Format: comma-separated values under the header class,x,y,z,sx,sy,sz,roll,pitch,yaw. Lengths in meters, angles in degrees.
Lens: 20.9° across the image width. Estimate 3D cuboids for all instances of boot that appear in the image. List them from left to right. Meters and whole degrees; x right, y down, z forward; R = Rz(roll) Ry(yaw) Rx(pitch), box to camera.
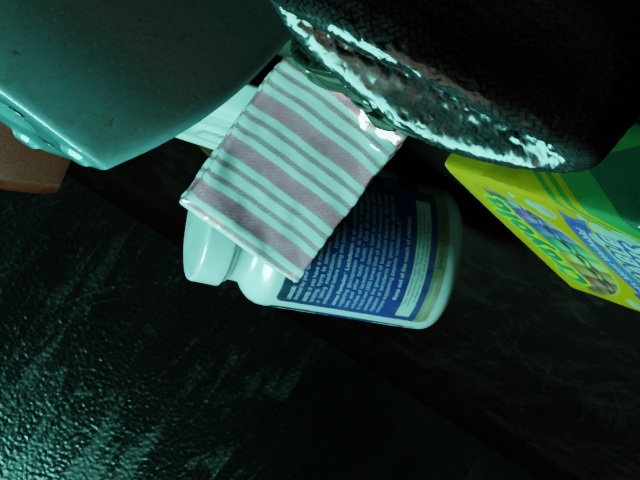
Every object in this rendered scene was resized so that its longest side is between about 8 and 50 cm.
class,x,y,z,sx,sy,sz,roll,pitch,yaw
boot,0.050,-0.138,1.397,0.161,0.083,0.246,35,180,-21

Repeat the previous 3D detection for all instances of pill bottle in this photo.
class,x,y,z,sx,sy,sz,roll,pitch,yaw
pill bottle,0.000,0.000,1.785,0.265,0.153,0.153,9,178,-17

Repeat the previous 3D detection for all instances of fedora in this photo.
class,x,y,z,sx,sy,sz,roll,pitch,yaw
fedora,0.087,-0.139,0.982,0.334,0.152,0.334,32,172,5

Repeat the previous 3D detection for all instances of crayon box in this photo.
class,x,y,z,sx,sy,sz,roll,pitch,yaw
crayon box,0.241,-0.015,1.356,0.203,0.083,0.323,40,170,-37

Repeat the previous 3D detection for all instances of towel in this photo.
class,x,y,z,sx,sy,sz,roll,pitch,yaw
towel,-0.025,-0.070,1.656,0.144,0.197,0.029,34,-165,-11

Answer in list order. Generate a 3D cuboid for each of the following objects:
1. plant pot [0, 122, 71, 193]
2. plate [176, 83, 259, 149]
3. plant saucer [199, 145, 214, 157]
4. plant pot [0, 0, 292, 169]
class,x,y,z,sx,sy,sz,roll,pitch,yaw
plant pot,-0.452,-0.197,2.344,0.236,0.267,0.267,23,177,-30
plate,-0.091,-0.124,1.832,0.278,0.045,0.277,17,174,-12
plant saucer,-0.090,-0.101,2.237,0.199,0.036,0.198,32,172,5
plant pot,-0.164,-0.195,1.245,0.247,0.252,0.248,37,171,-29
